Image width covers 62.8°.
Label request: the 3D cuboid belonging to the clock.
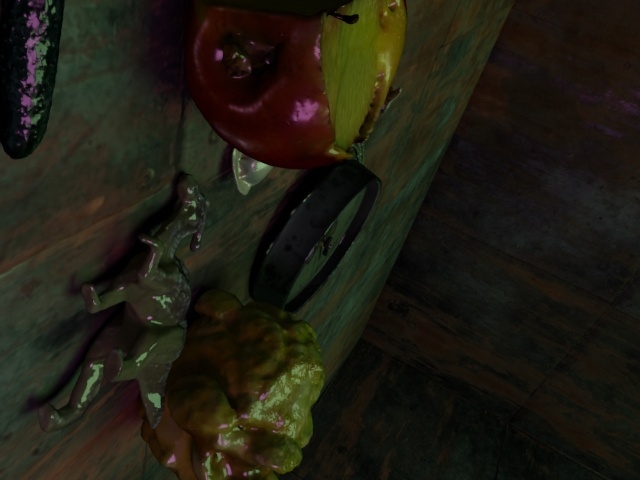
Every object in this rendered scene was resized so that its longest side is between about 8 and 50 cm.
[{"bbox_3d":[0.000,0.000,0.974,0.325,0.067,0.325,-51,167,-17],"label":"clock"}]

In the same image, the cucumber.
[{"bbox_3d":[-0.167,-0.106,0.302,0.032,0.032,0.133,-37,151,-60],"label":"cucumber"}]

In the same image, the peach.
[{"bbox_3d":[-0.017,-0.165,0.476,0.267,0.154,0.158,-60,161,-48],"label":"peach"}]

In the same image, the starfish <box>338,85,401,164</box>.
[{"bbox_3d":[0.073,-0.191,0.942,0.208,0.053,0.176,-61,177,23],"label":"starfish"}]

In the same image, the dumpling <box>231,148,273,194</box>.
[{"bbox_3d":[-0.082,-0.098,0.614,0.077,0.043,0.059,-47,150,5],"label":"dumpling"}]

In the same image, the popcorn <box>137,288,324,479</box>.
[{"bbox_3d":[-0.110,0.206,0.704,0.249,0.242,0.235,-66,163,5],"label":"popcorn"}]

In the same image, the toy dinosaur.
[{"bbox_3d":[-0.177,0.077,0.535,0.293,0.077,0.162,-65,166,13],"label":"toy dinosaur"}]
